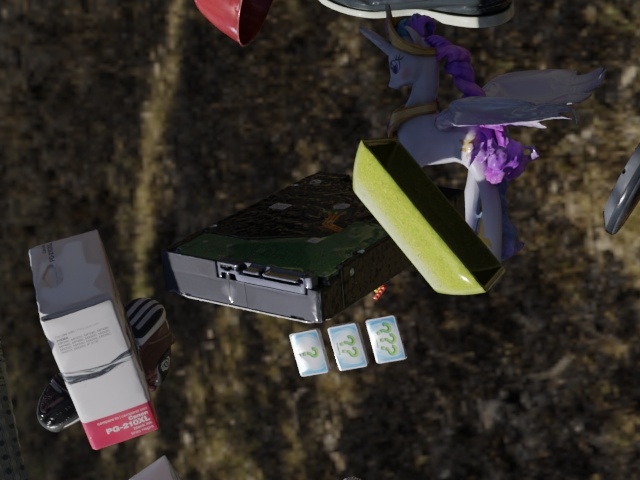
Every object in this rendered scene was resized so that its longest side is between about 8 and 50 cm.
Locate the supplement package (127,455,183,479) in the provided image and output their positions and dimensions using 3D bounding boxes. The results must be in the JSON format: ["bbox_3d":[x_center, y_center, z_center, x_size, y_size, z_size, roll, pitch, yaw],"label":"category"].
[{"bbox_3d":[-0.199,0.403,1.705,0.179,0.105,0.105,58,175,-23],"label":"supplement package"}]

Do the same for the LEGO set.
[{"bbox_3d":[0.020,0.096,1.999,0.060,0.183,0.244,-48,-54,-69],"label":"LEGO set"}]

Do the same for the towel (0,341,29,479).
[{"bbox_3d":[-0.522,0.171,1.466,0.056,0.312,0.324,130,126,-65],"label":"towel"}]

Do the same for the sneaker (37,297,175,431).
[{"bbox_3d":[-0.345,0.243,2.158,0.106,0.281,0.162,33,161,35],"label":"sneaker"}]

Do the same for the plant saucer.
[{"bbox_3d":[0.103,-0.019,1.282,0.045,0.188,0.188,-40,85,14],"label":"plant saucer"}]

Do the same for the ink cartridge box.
[{"bbox_3d":[-0.305,0.131,1.698,0.172,0.100,0.237,-118,12,-53],"label":"ink cartridge box"}]

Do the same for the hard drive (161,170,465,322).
[{"bbox_3d":[0.000,0.000,1.568,0.237,0.339,0.064,9,114,33],"label":"hard drive"}]

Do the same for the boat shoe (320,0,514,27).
[{"bbox_3d":[0.147,-0.425,2.041,0.340,0.127,0.113,15,133,28],"label":"boat shoe"}]

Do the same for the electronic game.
[{"bbox_3d":[0.482,-0.109,1.850,0.048,0.229,0.229,31,131,15],"label":"electronic game"}]

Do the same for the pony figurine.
[{"bbox_3d":[0.216,-0.150,1.838,0.351,0.303,0.363,8,106,19],"label":"pony figurine"}]

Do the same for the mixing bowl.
[{"bbox_3d":[-0.132,-0.393,1.892,0.181,0.098,0.181,20,-90,-81],"label":"mixing bowl"}]

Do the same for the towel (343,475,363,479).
[{"bbox_3d":[0.125,0.534,2.109,0.282,0.049,0.187,55,-171,-41],"label":"towel"}]
